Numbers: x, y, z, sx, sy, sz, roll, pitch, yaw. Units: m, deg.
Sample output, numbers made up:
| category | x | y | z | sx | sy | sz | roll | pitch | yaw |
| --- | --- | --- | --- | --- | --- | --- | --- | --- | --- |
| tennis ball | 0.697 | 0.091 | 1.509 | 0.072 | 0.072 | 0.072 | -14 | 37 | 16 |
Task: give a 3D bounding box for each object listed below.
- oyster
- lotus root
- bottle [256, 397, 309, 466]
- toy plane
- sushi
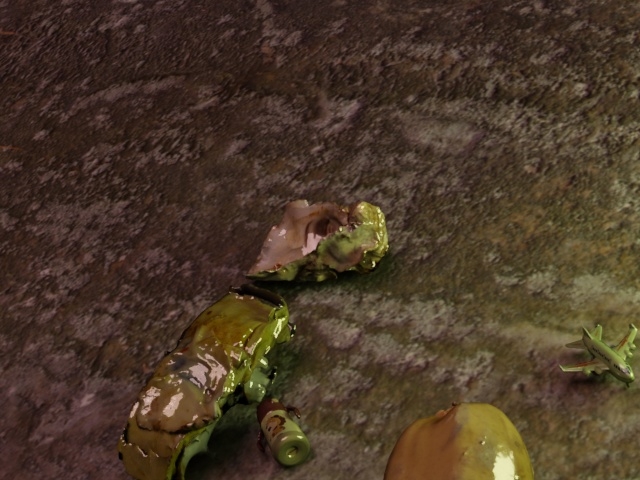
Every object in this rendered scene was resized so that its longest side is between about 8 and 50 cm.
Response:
| category | x | y | z | sx | sy | sz | roll | pitch | yaw |
| --- | --- | --- | --- | --- | --- | --- | --- | --- | --- |
| oyster | 0.002 | 0.008 | 2.017 | 0.232 | 0.107 | 0.161 | -17 | 38 | 42 |
| lotus root | 0.138 | 0.315 | 1.512 | 0.169 | 0.151 | 0.343 | -23 | 38 | 28 |
| bottle | -0.052 | 0.229 | 1.801 | 0.063 | 0.047 | 0.101 | -21 | 34 | -11 |
| toy plane | 0.331 | 0.135 | 1.708 | 0.102 | 0.040 | 0.111 | -32 | 38 | -7 |
| sushi | -0.130 | 0.185 | 1.833 | 0.139 | 0.131 | 0.291 | 17 | 54 | 36 |
